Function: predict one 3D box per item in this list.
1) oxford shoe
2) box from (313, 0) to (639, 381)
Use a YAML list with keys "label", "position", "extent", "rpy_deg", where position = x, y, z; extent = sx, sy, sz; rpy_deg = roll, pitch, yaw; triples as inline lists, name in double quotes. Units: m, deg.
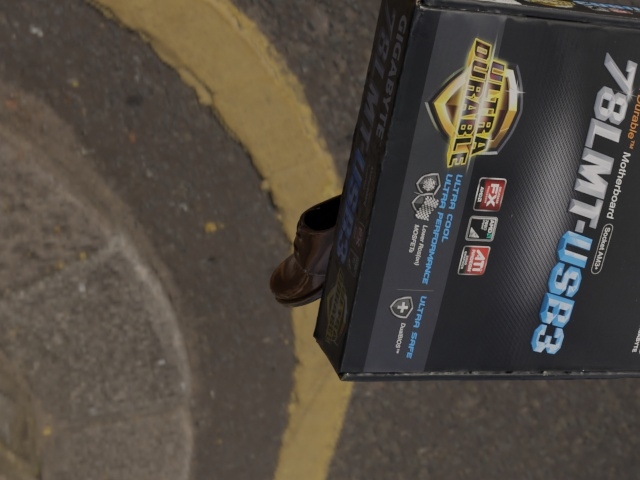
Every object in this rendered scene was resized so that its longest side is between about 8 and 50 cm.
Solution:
- label: "oxford shoe"
  position: [0.000, 0.000, 1.206]
  extent: [0.076, 0.076, 0.212]
  rpy_deg: [25, 140, -23]
- label: "box"
  position: [0.163, -0.035, 0.912]
  extent: [0.293, 0.073, 0.296]
  rpy_deg: [3, 112, -20]
